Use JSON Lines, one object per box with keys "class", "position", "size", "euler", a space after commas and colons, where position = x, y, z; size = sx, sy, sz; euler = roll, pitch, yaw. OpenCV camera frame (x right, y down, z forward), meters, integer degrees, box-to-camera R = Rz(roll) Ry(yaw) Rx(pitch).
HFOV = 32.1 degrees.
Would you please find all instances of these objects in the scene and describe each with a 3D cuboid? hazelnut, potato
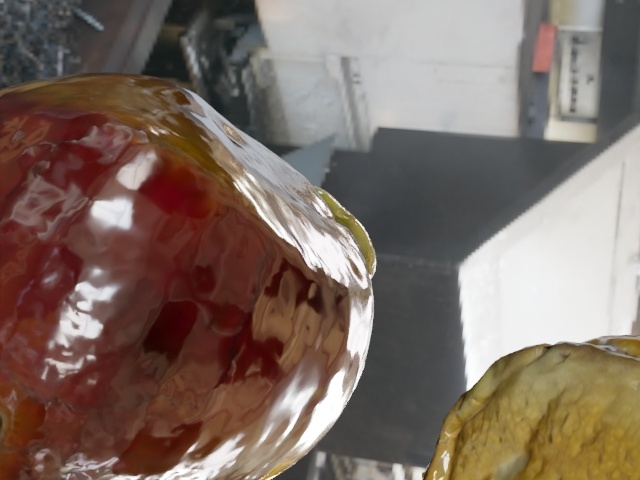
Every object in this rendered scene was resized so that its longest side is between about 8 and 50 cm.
{"class": "hazelnut", "position": [-0.167, 0.046, 0.920], "size": [0.429, 0.402, 0.402], "euler": [-3, 99, -70]}
{"class": "potato", "position": [0.000, 0.000, 1.213], "size": [0.091, 0.138, 0.070], "euler": [-54, 169, 27]}

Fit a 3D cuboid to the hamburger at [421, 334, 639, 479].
{"class": "hamburger", "position": [0.144, 0.161, 0.433], "size": [0.244, 0.163, 0.244], "euler": [-29, -124, 55]}
